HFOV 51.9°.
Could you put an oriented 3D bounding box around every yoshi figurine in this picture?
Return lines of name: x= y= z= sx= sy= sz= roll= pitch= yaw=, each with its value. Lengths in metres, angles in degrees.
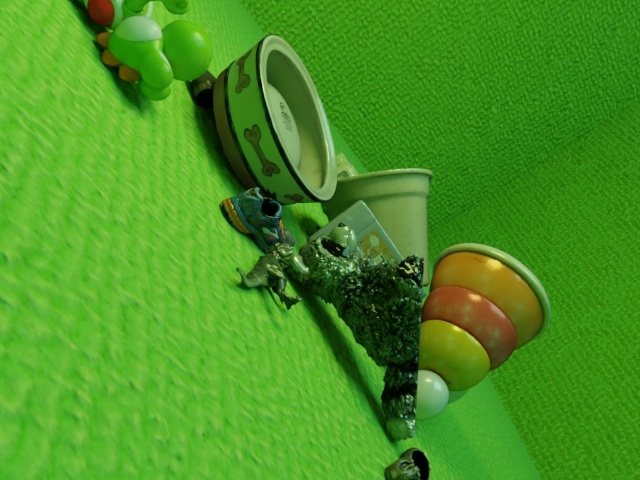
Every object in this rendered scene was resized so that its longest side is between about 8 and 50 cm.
yoshi figurine: x=-0.323 y=-0.425 z=1.251 sx=0.362 sy=0.202 sz=0.203 roll=64 pitch=7 yaw=17

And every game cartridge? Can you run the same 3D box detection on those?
game cartridge: x=0.107 y=0.075 z=1.631 sx=0.297 sy=0.198 sz=0.062 roll=54 pitch=-14 yaw=-6

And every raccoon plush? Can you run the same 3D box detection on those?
raccoon plush: x=0.064 y=0.187 z=1.410 sx=0.216 sy=0.298 sz=0.447 roll=67 pitch=27 yaw=-70

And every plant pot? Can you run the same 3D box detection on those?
plant pot: x=0.169 y=-0.009 z=1.806 sx=0.334 sy=0.333 sz=0.306 roll=11 pitch=69 yaw=-74

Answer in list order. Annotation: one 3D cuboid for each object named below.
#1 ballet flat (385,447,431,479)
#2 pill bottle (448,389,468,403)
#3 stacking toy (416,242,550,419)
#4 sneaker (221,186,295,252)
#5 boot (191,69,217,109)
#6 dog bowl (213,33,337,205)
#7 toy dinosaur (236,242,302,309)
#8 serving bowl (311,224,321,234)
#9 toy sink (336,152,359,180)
ballet flat: x=0.191 y=0.457 z=1.319 sx=0.084 sy=0.058 sz=0.250 roll=62 pitch=13 yaw=21
pill bottle: x=0.323 y=0.338 z=1.924 sx=0.153 sy=0.153 sz=0.265 roll=43 pitch=19 yaw=-48
stacking toy: x=0.347 y=0.269 z=1.718 sx=0.350 sy=0.480 sz=0.351 roll=30 pitch=-34 yaw=23
sneaker: x=-0.106 y=-0.036 z=1.343 sx=0.221 sy=0.087 sz=0.083 roll=39 pitch=22 yaw=-56
boot: x=-0.247 y=-0.363 z=1.641 sx=0.219 sy=0.082 sz=0.106 roll=30 pitch=32 yaw=-61
dog bowl: x=-0.106 y=-0.267 z=1.568 sx=0.408 sy=0.150 sz=0.408 roll=-16 pitch=90 yaw=-70
toy dinosaur: x=-0.086 y=0.074 z=1.221 sx=0.118 sy=0.064 sz=0.268 roll=50 pitch=14 yaw=-1
serving bowl: x=0.000 y=0.000 z=1.810 sx=0.083 sy=0.027 sz=0.083 roll=54 pitch=12 yaw=-17
toy sink: x=0.076 y=-0.219 z=2.423 sx=0.153 sy=0.131 sz=0.234 roll=59 pitch=13 yaw=15
